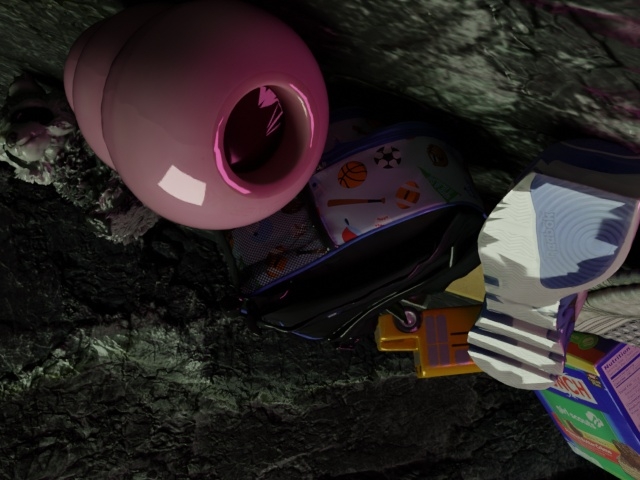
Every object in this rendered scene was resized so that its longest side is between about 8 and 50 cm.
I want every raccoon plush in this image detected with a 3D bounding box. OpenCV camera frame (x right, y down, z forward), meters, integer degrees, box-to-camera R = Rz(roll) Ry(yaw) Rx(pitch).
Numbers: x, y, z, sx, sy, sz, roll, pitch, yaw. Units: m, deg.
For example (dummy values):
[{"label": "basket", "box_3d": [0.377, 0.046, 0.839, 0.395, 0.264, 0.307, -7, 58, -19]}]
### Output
[{"label": "raccoon plush", "box_3d": [-0.407, -0.134, 1.735, 0.299, 0.216, 0.446, 29, 175, 19]}]

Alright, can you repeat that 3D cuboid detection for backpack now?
[{"label": "backpack", "box_3d": [0.045, -0.015, 1.002, 0.263, 0.213, 0.276, -21, 164, 17]}]

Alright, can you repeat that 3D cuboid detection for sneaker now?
[{"label": "sneaker", "box_3d": [0.232, -0.007, 0.939, 0.127, 0.182, 0.316, 20, 143, 12]}]

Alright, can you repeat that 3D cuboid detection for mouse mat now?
[{"label": "mouse mat", "box_3d": [0.065, 0.069, 1.551, 0.189, 0.007, 0.152, 37, -173, -5]}]

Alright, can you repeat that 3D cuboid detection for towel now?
[{"label": "towel", "box_3d": [0.429, 0.102, 1.072, 0.312, 0.056, 0.324, 16, 168, -17]}]

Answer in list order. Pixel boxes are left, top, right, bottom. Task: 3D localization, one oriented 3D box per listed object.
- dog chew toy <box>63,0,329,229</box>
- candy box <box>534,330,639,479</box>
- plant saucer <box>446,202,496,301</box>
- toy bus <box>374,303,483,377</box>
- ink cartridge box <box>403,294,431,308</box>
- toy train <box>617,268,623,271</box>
[{"label": "dog chew toy", "box_3d": [-0.142, -0.137, 0.904, 0.206, 0.207, 0.331, 30, 178, -43]}, {"label": "candy box", "box_3d": [0.443, 0.234, 1.461, 0.317, 0.122, 0.268, 56, 167, -21]}, {"label": "plant saucer", "box_3d": [0.188, 0.008, 1.327, 0.332, 0.081, 0.332, 16, 171, 42]}, {"label": "toy bus", "box_3d": [0.269, 0.176, 1.710, 0.332, 0.130, 0.108, -6, 172, -3]}, {"label": "ink cartridge box", "box_3d": [0.160, 0.064, 1.765, 0.092, 0.090, 0.143, 19, 171, 30]}, {"label": "toy train", "box_3d": [0.389, 0.050, 1.227, 0.083, 0.024, 0.017, 28, 171, -32]}]
